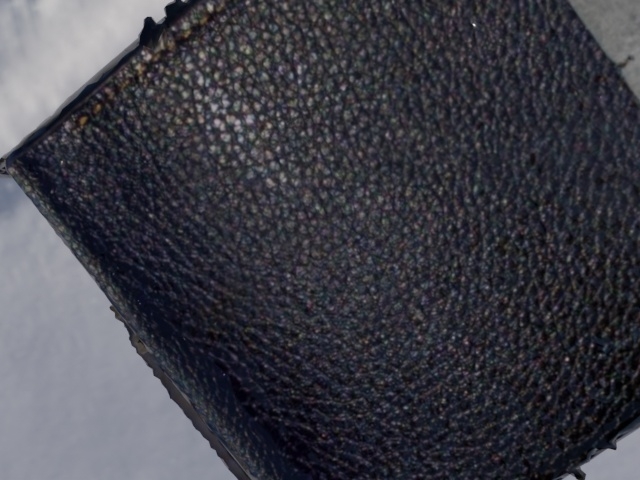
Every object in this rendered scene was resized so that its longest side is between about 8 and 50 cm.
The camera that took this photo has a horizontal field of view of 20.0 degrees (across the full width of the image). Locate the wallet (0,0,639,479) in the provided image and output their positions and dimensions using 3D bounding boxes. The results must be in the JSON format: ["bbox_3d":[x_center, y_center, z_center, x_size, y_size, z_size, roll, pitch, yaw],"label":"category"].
[{"bbox_3d":[0.043,-0.018,0.647,0.262,0.071,0.221,-37,89,21],"label":"wallet"}]
